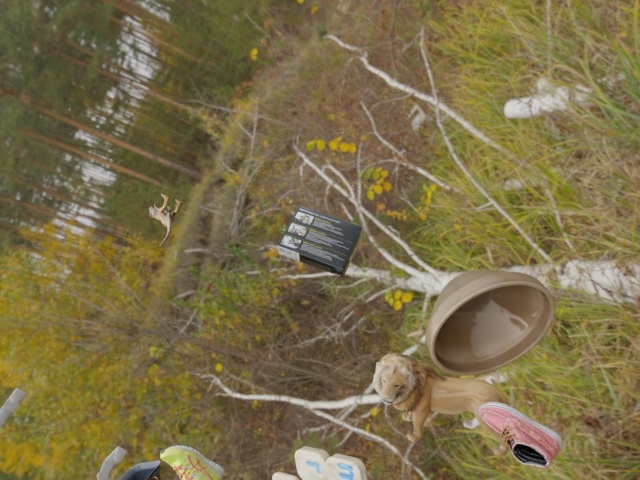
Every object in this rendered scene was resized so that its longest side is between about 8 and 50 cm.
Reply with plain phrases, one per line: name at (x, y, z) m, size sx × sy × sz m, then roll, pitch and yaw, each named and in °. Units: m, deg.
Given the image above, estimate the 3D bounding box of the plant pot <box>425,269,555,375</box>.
plant pot at (0.296, 0.132, 0.886) m, size 0.237 × 0.237 × 0.110 m, roll -57°, pitch 30°, yaw 27°

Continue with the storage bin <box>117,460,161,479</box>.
storage bin at (-0.383, 0.547, 1.011) m, size 0.135 × 0.098 × 0.091 m, roll -35°, pitch -71°, yaw -75°

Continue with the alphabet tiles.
alphabet tiles at (0.034, 0.494, 0.803) m, size 0.277 × 0.021 × 0.285 m, roll -8°, pitch 92°, yaw 39°

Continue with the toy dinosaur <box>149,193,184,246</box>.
toy dinosaur at (-0.428, -0.063, 1.341) m, size 0.211 × 0.064 × 0.112 m, roll 37°, pitch 106°, yaw 54°

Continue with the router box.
router box at (0.000, 0.000, 1.191) m, size 0.046 × 0.178 × 0.133 m, roll 87°, pitch -153°, yaw -59°

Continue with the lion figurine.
lion figurine at (0.326, 0.398, 1.206) m, size 0.142 × 0.391 × 0.241 m, roll -82°, pitch -7°, yaw -65°

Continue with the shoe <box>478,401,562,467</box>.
shoe at (0.412, 0.411, 1.018) m, size 0.177 × 0.081 × 0.064 m, roll 19°, pitch 116°, yaw 38°

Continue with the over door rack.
over door rack at (-0.507, 0.454, 0.783) m, size 0.108 × 0.239 × 0.324 m, roll -39°, pitch 21°, yaw 31°

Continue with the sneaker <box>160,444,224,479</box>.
sneaker at (-0.363, 0.651, 1.341) m, size 0.081 × 0.208 × 0.094 m, roll -38°, pitch 24°, yaw 32°
